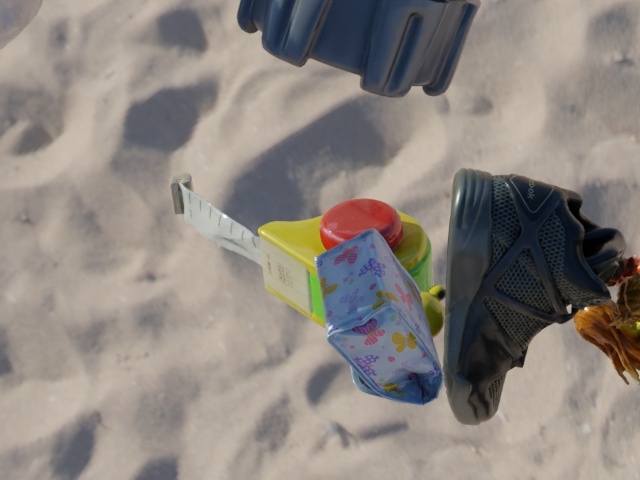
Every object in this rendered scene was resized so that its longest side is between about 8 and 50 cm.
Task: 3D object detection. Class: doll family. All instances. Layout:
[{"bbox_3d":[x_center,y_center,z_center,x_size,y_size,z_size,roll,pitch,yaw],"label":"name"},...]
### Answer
[{"bbox_3d":[0.290,0.053,1.047,0.163,0.263,0.118,11,77,-15],"label":"doll family"}]

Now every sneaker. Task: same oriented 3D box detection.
[{"bbox_3d":[0.156,0.053,1.015,0.130,0.227,0.087,6,33,7],"label":"sneaker"}]

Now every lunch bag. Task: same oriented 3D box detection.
[{"bbox_3d":[0.035,0.049,0.770,0.053,0.083,0.071,-29,38,15],"label":"lunch bag"}]

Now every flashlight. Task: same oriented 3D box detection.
[{"bbox_3d":[0.056,-0.214,0.556,0.103,0.103,0.304,30,111,32],"label":"flashlight"}]

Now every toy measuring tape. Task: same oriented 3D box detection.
[{"bbox_3d":[0.000,0.000,1.187,0.121,0.121,0.330,-50,46,-9],"label":"toy measuring tape"}]

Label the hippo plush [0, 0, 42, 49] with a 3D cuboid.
[{"bbox_3d":[-0.185,-0.254,0.680,0.234,0.236,0.294,0,84,-10],"label":"hippo plush"}]
